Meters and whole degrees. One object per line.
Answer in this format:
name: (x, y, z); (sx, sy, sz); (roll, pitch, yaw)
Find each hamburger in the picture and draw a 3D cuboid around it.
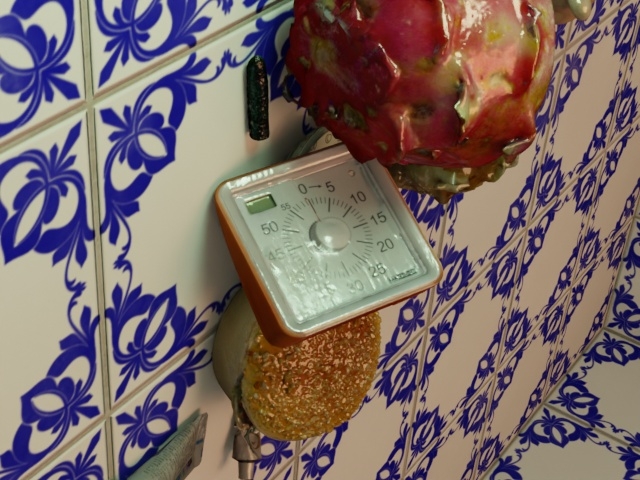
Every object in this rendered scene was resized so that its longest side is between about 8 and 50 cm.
hamburger: (-0.027, 0.173, 1.818); (0.302, 0.170, 0.302); (-25, 129, -35)

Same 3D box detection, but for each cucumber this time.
cucumber: (-0.087, -0.199, 1.583); (0.032, 0.032, 0.133); (-43, 146, -38)

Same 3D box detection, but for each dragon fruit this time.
dragon fruit: (0.110, -0.257, 1.525); (0.249, 0.386, 0.371); (-11, 145, -47)

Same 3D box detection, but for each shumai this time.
shumai: (0.230, -0.177, 1.944); (0.267, 0.262, 0.314); (-56, 155, -15)

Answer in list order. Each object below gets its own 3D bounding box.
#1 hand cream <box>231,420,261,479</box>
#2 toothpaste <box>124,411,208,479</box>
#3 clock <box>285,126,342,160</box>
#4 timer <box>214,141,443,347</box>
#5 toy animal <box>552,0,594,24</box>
hand cream: (-0.106, 0.284, 1.959); (0.084, 0.050, 0.257); (-2, 105, -63)
toothpaste: (-0.259, 0.375, 1.740); (0.299, 0.073, 0.114); (-41, 145, -54)
clock: (-0.010, -0.087, 1.802); (0.236, 0.053, 0.236); (-42, 145, -40)
timer: (0.000, 0.000, 1.647); (0.257, 0.250, 0.161); (-20, 174, -22)
toy animal: (0.435, -0.479, 2.019); (0.247, 0.345, 0.277); (-64, -170, -27)
